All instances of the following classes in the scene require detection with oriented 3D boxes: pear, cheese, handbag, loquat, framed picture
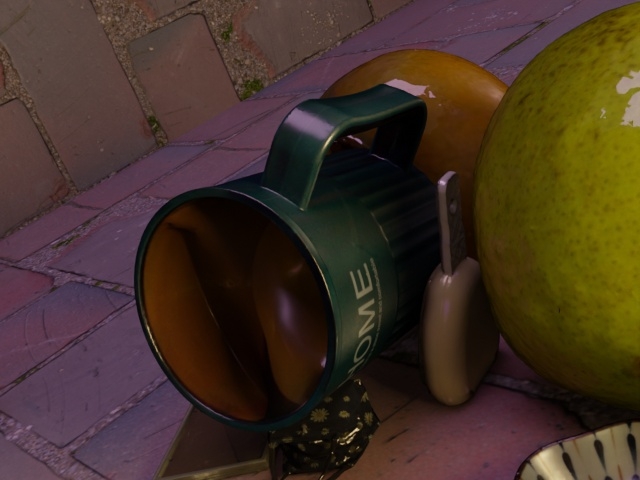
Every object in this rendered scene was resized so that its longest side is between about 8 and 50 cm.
[{"bbox_3d":[0.304,-0.022,0.781,0.391,0.391,0.391,-20,21,8],"label":"pear"},{"bbox_3d":[0.141,0.046,0.904,0.054,0.251,0.127,11,36,32],"label":"cheese"},{"bbox_3d":[-0.008,0.213,0.899,0.115,0.072,0.139,-11,27,21],"label":"handbag"},{"bbox_3d":[0.146,-0.095,1.177,0.328,0.328,0.359,-6,-1,38],"label":"loquat"},{"bbox_3d":[-0.108,0.222,1.058,0.150,0.015,0.203,-16,22,17],"label":"framed picture"}]

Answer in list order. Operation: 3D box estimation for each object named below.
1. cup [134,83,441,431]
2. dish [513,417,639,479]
[{"bbox_3d":[-0.015,0.003,0.924,0.242,0.308,0.292,-2,12,35],"label":"cup"},{"bbox_3d":[0.233,0.218,0.650,0.191,0.066,0.190,-18,21,7],"label":"dish"}]
